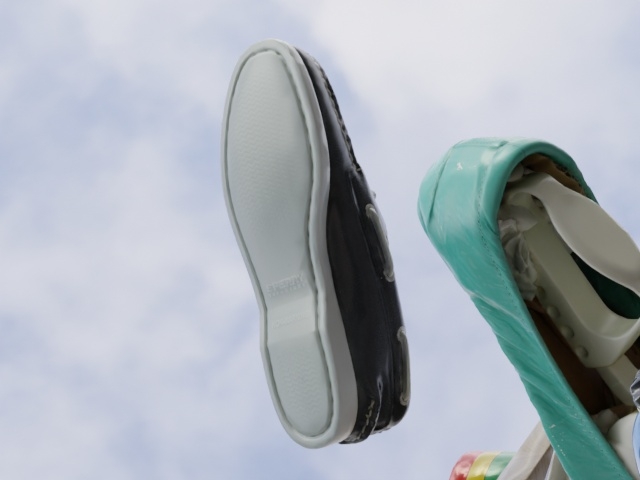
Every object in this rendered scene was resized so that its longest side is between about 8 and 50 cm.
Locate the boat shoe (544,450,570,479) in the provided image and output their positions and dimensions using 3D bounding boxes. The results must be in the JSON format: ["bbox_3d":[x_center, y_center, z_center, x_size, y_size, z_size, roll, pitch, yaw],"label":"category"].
[{"bbox_3d":[0.182,0.129,1.041,0.116,0.324,0.097,24,-154,7],"label":"boat shoe"}]

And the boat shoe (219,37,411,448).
[{"bbox_3d":[0.000,0.000,1.404,0.091,0.114,0.302,-8,-87,-42],"label":"boat shoe"}]

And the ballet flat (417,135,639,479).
[{"bbox_3d":[0.136,0.056,0.870,0.083,0.087,0.247,-37,-85,-28],"label":"ballet flat"}]

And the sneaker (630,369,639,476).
[{"bbox_3d":[0.184,0.098,0.596,0.069,0.209,0.082,-29,-61,-26],"label":"sneaker"}]

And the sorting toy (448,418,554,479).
[{"bbox_3d":[0.139,0.290,1.421,0.255,0.089,0.257,-44,-55,-50],"label":"sorting toy"}]
